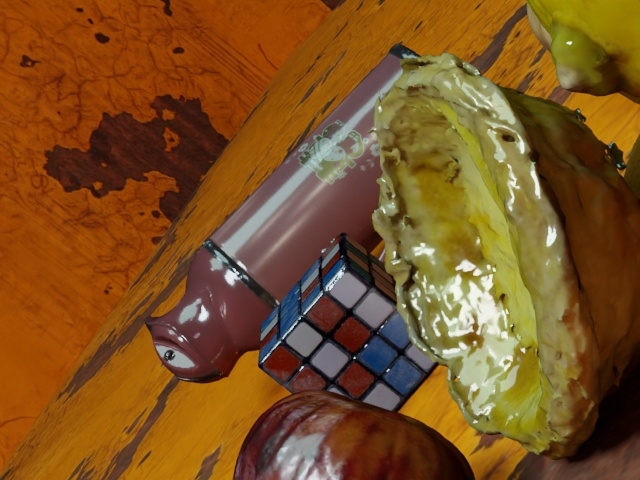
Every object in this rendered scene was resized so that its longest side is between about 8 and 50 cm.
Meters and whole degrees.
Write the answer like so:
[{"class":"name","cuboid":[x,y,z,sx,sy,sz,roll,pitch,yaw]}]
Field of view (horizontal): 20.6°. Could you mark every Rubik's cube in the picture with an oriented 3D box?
[{"class":"Rubik's cube","cuboid":[0.021,0.065,1.180,0.092,0.092,0.092,-50,10,10]}]

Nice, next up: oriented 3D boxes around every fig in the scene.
[{"class":"fig","cuboid":[0.009,0.139,0.877,0.150,0.128,0.128,-52,7,32]}]

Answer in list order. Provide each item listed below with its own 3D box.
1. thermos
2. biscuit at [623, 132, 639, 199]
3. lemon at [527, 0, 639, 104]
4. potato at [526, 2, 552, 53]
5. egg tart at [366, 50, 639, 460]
[{"class":"thermos","cuboid":[-0.002,-0.001,1.478,0.330,0.136,0.109,-46,-4,-5]},{"class":"biscuit","cuboid":[0.190,-0.024,0.885,0.138,0.031,0.205,-57,8,-7]},{"class":"lemon","cuboid":[0.205,-0.179,0.740,0.284,0.260,0.260,-23,4,-11]},{"class":"potato","cuboid":[0.198,-0.170,1.191,0.178,0.109,0.118,-116,43,-86]},{"class":"egg tart","cuboid":[0.094,0.002,0.835,0.090,0.212,0.212,-23,2,-15]}]
